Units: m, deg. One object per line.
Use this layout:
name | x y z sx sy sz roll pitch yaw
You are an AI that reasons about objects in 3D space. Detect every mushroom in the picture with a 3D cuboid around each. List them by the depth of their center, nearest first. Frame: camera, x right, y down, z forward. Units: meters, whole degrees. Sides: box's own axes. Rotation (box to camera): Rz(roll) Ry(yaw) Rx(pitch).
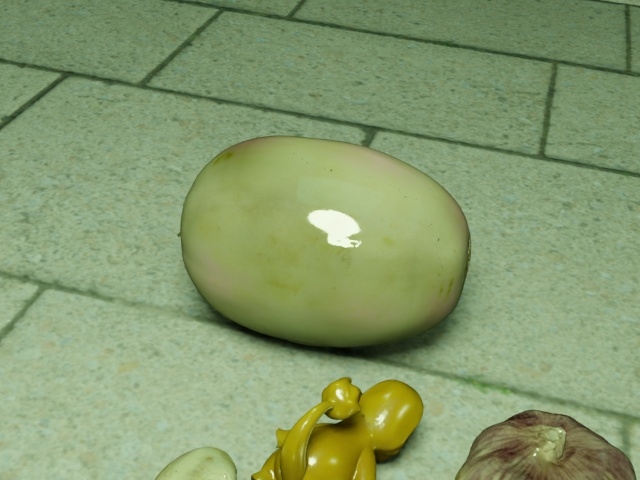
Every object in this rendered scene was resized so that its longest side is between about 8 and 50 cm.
mushroom | -0.106 0.216 0.776 0.067 0.083 0.083 47 37 -11

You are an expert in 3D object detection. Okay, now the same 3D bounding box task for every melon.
melon | 0.000 0.000 0.968 0.317 0.223 0.223 9 35 12

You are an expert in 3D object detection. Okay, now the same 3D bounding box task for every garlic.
garlic | 0.196 0.210 0.789 0.159 0.102 0.147 -5 37 -13

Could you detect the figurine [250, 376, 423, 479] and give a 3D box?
figurine | 0.024 0.170 0.811 0.176 0.122 0.121 -28 43 -37
